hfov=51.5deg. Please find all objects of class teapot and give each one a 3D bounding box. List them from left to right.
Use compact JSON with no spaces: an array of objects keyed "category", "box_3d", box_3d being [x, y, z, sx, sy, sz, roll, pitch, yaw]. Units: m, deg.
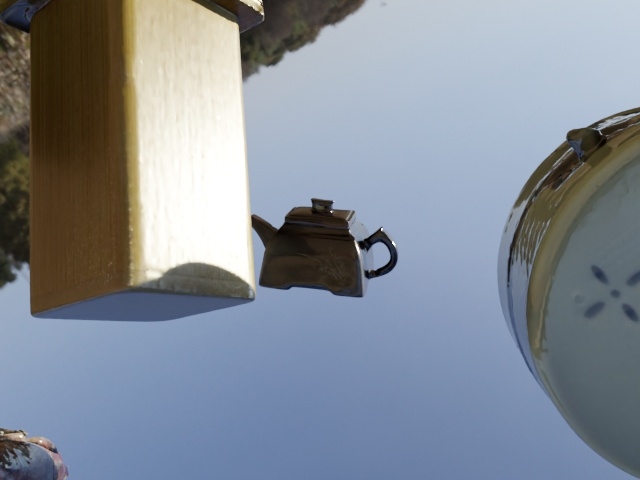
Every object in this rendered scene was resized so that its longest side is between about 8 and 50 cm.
[{"category":"teapot","box_3d":[0.000,0.000,0.747,0.177,0.096,0.087,6,-161,12]}]

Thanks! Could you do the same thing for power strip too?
[{"category":"power strip","box_3d":[0.334,0.033,0.604,0.358,0.357,0.161,-30,-172,9]}]

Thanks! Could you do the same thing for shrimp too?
[{"category":"shrimp","box_3d":[-0.260,0.200,0.569,0.073,0.074,0.190,7,167,4]}]

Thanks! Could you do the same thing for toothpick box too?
[{"category":"toothpick box","box_3d":[-0.167,-0.088,0.614,0.190,0.308,0.187,-14,164,35]}]
